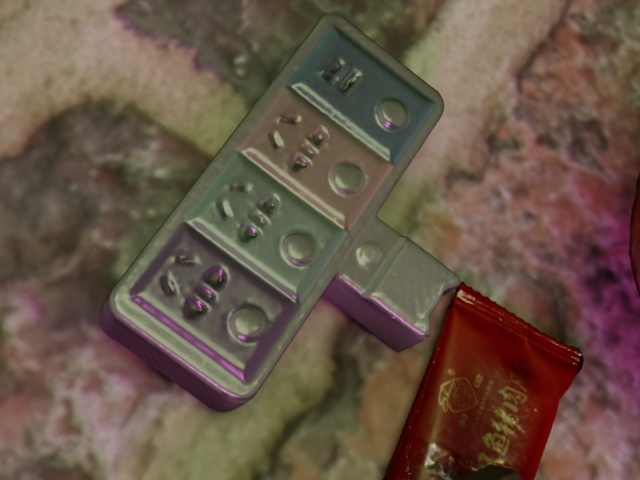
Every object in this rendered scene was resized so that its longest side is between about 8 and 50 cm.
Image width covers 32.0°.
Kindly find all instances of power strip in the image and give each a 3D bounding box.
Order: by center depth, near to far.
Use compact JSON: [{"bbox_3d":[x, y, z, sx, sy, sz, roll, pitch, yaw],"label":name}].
[{"bbox_3d":[0.000,0.000,0.592,0.145,0.061,0.216,37,65,-4],"label":"power strip"}]

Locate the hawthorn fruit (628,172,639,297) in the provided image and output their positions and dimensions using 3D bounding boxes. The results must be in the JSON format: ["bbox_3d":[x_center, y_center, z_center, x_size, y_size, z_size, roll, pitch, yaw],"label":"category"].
[{"bbox_3d":[0.297,-0.006,0.545,0.284,0.284,0.284,5,67,-12],"label":"hawthorn fruit"}]

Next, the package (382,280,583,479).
[{"bbox_3d":[0.073,0.121,0.574,0.083,0.022,0.200,27,63,-2],"label":"package"}]

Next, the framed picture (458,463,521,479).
[{"bbox_3d":[0.035,0.190,0.490,0.168,0.023,0.128,-19,99,-32],"label":"framed picture"}]
